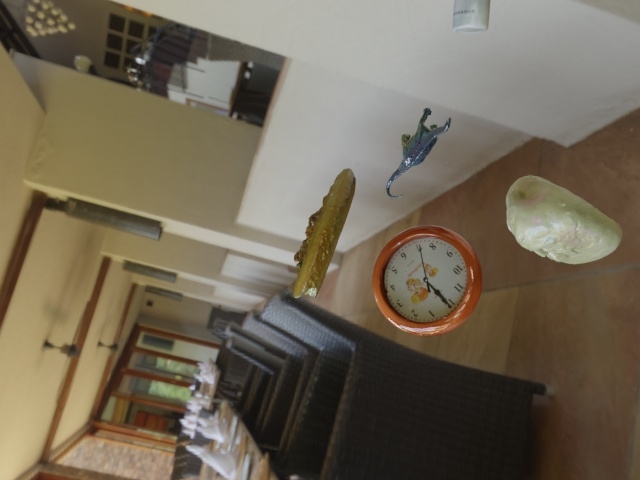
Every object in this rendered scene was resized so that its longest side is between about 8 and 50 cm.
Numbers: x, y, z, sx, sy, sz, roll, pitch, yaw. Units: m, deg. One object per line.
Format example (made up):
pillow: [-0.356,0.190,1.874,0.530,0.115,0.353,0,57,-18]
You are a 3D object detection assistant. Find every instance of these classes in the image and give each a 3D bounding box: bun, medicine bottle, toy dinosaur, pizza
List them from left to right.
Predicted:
pizza: [0.012,-0.023,1.388,0.257,0.087,0.268,-81,14,-67]
toy dinosaur: [0.273,-0.264,1.624,0.363,0.077,0.147,129,161,-54]
medicine bottle: [0.388,-0.664,1.468,0.095,0.095,0.259,-126,39,-79]
bun: [0.715,-0.047,1.775,0.213,0.361,0.361,-58,12,12]

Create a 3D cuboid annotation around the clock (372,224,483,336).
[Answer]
clock: [0.193,0.073,1.068,0.051,0.205,0.205,21,-97,-62]
